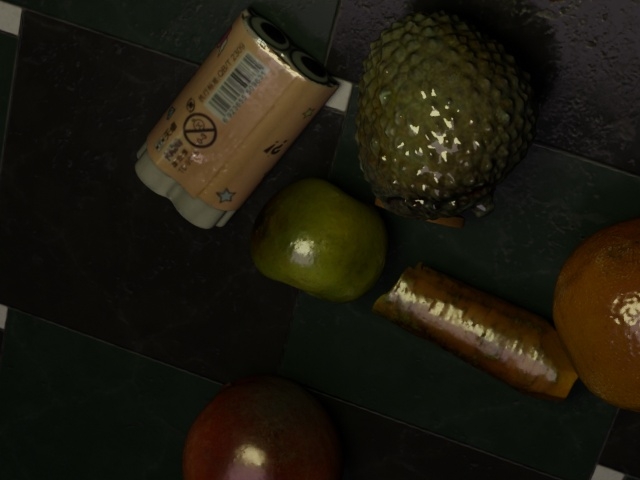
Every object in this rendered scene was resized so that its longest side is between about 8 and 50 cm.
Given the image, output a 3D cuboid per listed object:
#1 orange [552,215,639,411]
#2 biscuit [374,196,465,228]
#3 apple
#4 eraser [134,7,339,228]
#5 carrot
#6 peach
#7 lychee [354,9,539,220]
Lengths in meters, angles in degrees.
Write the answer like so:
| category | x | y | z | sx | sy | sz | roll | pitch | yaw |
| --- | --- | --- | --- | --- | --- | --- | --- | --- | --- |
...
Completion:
| category | x | y | z | sx | sy | sz | roll | pitch | yaw |
| --- | --- | --- | --- | --- | --- | --- | --- | --- | --- |
| orange | 0.425 | 0.100 | 1.813 | 0.264 | 0.264 | 0.264 | 6 | 115 | 14 |
| biscuit | 0.143 | -0.042 | 1.915 | 0.140 | 0.118 | 0.023 | 18 | 95 | 44 |
| apple | 0.000 | 0.000 | 1.930 | 0.196 | 0.196 | 0.157 | 27 | 91 | 4 |
| eraser | -0.127 | -0.164 | 1.950 | 0.171 | 0.087 | 0.290 | 41 | 117 | -1 |
| carrot | 0.228 | 0.126 | 1.959 | 0.301 | 0.114 | 0.114 | 28 | 118 | 6 |
| peach | -0.086 | 0.319 | 2.060 | 0.252 | 0.252 | 0.252 | 6 | 115 | 14 |
| lychee | 0.153 | -0.155 | 1.774 | 0.255 | 0.255 | 0.274 | -27 | 99 | 25 |
